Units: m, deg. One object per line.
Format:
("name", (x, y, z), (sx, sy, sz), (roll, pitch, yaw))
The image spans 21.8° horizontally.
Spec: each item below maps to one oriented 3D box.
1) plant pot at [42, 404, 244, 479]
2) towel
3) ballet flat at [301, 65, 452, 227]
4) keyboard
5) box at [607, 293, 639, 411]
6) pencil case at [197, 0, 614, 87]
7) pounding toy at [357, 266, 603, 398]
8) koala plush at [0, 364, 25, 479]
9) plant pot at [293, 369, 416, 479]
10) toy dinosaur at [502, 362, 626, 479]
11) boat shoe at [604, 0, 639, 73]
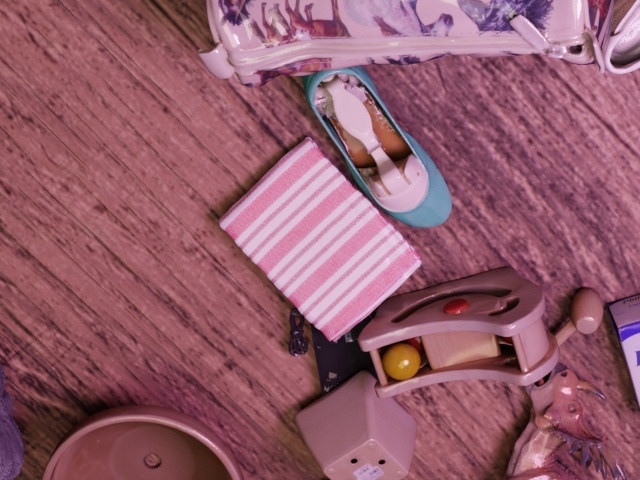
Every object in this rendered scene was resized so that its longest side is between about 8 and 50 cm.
("plant pot", (-0.204, 0.283, 1.958), (0.237, 0.110, 0.237), (0, 114, 1))
("towel", (0.000, 0.000, 1.861), (0.144, 0.029, 0.197), (-42, 98, 7))
("ballet flat", (0.058, -0.097, 1.799), (0.083, 0.087, 0.247), (-32, 109, 14))
("keyboard", (0.012, 0.097, 1.920), (0.108, 0.023, 0.180), (-10, 112, -1))
("box", (0.408, 0.126, 1.892), (0.126, 0.072, 0.137), (-17, 111, 8))
("pencil case", (0.088, -0.243, 1.664), (0.410, 0.184, 0.160), (-3, 133, 13))
("pounding toy", (0.191, 0.132, 1.857), (0.269, 0.154, 0.155), (-15, 112, 9))
("koala plush", (-0.473, 0.219, 1.901), (0.221, 0.196, 0.203), (-19, 121, 6))
("plant pot", (0.046, 0.237, 1.925), (0.109, 0.096, 0.109), (-34, 120, 15))
("toy dinosaur", (0.286, 0.313, 1.954), (0.200, 0.127, 0.296), (-26, 116, 5))
("boat shoe", (0.399, -0.264, 1.712), (0.098, 0.096, 0.277), (43, 108, -14))
